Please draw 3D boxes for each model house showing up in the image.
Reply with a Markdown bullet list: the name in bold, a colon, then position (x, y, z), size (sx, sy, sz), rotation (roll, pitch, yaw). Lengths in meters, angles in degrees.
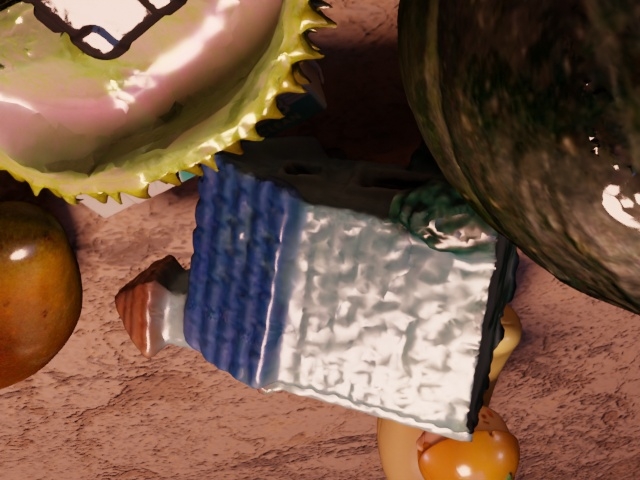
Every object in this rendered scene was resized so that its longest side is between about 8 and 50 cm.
- **model house**: position (0.000, 0.000, 1.171), size (0.329, 0.295, 0.252), rotation (6, 113, 11)

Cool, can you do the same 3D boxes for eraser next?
- **eraser**: position (-0.113, -0.099, 1.141), size (0.225, 0.052, 0.095), rotation (-25, 147, 18)

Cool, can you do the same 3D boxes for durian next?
- **durian**: position (-0.127, -0.139, 0.993), size (0.351, 0.158, 0.169), rotation (-26, 139, 26)

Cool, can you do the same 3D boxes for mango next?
- **mango**: position (-0.279, 0.048, 1.247), size (0.133, 0.111, 0.267), rotation (15, 141, -12)

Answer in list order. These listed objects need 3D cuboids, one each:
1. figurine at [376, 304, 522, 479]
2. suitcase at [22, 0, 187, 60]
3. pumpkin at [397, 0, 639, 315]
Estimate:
- **figurine**: position (0.142, 0.186, 1.496), size (0.124, 0.222, 0.325), rotation (0, 145, -14)
- **suitcase**: position (-0.163, -0.251, 0.817), size (0.206, 0.066, 0.285), rotation (-33, 124, 27)
- **pumpkin**: position (0.240, -0.168, 0.713), size (0.454, 0.454, 0.344), rotation (-29, 129, 23)
